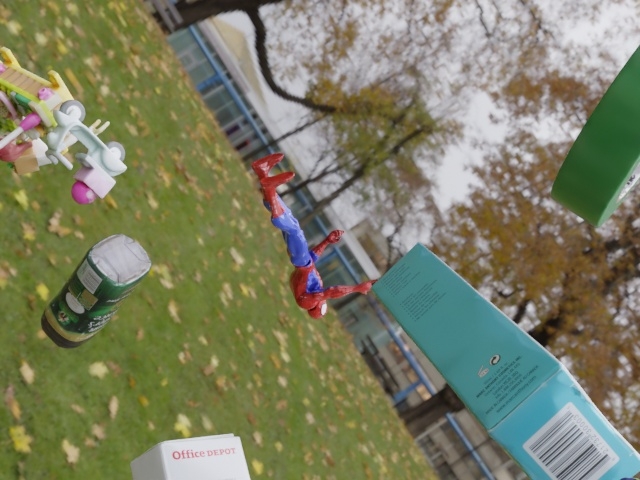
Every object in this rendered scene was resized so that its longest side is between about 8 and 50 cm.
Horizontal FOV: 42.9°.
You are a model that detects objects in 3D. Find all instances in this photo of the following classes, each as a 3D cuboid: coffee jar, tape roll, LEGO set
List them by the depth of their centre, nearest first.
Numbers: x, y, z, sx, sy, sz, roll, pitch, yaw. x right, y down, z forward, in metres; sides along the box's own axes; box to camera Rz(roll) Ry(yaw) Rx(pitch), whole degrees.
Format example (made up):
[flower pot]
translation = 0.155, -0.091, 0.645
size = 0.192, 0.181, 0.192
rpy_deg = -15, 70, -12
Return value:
[LEGO set]
translation = -0.295, -0.090, 0.751
size = 0.287, 0.107, 0.132
rpy_deg = 10, -40, 55
[tape roll]
translation = 0.425, -0.168, 1.064
size = 0.077, 0.321, 0.321
rpy_deg = 37, -11, 19
[coffee jar]
translation = -0.324, 0.077, 1.164
size = 0.079, 0.184, 0.096
rpy_deg = 47, 35, 2

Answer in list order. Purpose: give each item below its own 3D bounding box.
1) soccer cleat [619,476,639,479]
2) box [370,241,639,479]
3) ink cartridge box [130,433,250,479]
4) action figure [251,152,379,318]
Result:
[soccer cleat]
translation = 0.078, 0.227, 0.380
size = 0.121, 0.289, 0.093
rpy_deg = 52, -10, -33
[box]
translation = 0.119, 0.087, 0.588
size = 0.100, 0.060, 0.244
rpy_deg = 47, 2, -21
[ink cartridge box]
translation = -0.102, 0.234, 0.694
size = 0.088, 0.052, 0.122
rpy_deg = 9, 56, -45
[action figure]
translation = 0.000, 0.000, 1.201
size = 0.091, 0.139, 0.280
rpy_deg = -116, -169, -54
